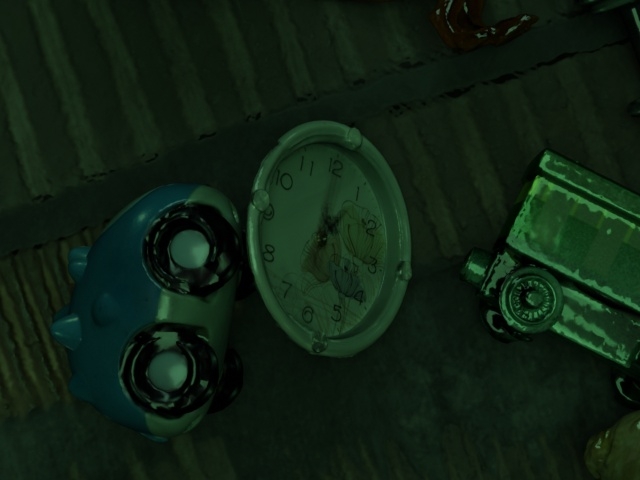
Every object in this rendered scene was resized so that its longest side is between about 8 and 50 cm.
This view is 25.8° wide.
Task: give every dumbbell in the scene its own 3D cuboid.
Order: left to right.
[{"bbox_3d":[0.335,-0.199,1.440,0.110,0.110,0.255,-23,97,-2],"label":"dumbbell"}]

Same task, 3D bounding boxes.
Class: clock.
[{"bbox_3d":[0.000,0.000,1.397,0.236,0.053,0.237,9,77,-45],"label":"clock"}]

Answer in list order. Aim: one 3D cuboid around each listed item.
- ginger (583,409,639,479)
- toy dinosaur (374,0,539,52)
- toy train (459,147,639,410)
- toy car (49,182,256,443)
[{"bbox_3d":[0.337,0.286,1.401,0.275,0.130,0.221,-42,103,6],"label":"ginger"},{"bbox_3d":[0.115,-0.275,1.430,0.432,0.097,0.208,-24,77,-5],"label":"toy dinosaur"},{"bbox_3d":[0.297,0.046,1.425,0.300,0.120,0.202,26,85,-2],"label":"toy train"},{"bbox_3d":[-0.167,0.065,1.374,0.190,0.188,0.255,11,87,10],"label":"toy car"}]
